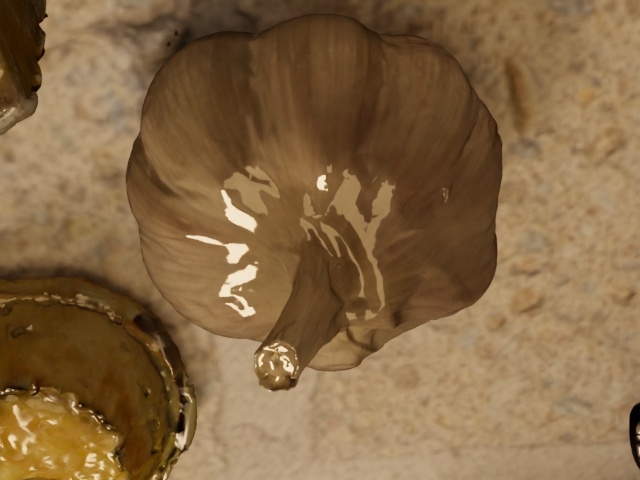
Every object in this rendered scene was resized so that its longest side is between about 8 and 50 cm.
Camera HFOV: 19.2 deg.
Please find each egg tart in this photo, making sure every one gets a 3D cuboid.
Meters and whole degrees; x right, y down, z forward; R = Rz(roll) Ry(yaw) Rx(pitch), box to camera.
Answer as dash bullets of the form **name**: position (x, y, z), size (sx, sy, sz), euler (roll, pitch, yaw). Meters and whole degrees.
- **egg tart**: position (-0.180, 0.120, 1.141), size (0.212, 0.090, 0.212), euler (-5, 124, -7)

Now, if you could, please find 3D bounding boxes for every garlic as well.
- **garlic**: position (0.000, 0.000, 1.010), size (0.218, 0.212, 0.218), euler (0, 126, 0)

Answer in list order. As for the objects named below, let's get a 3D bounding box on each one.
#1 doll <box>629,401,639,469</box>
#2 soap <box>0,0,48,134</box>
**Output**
- **doll**: position (0.241, 0.158, 1.217), size (0.091, 0.067, 0.219), euler (-2, 116, 0)
- **soap**: position (-0.271, -0.074, 0.965), size (0.257, 0.160, 0.080), euler (-21, 119, 7)
